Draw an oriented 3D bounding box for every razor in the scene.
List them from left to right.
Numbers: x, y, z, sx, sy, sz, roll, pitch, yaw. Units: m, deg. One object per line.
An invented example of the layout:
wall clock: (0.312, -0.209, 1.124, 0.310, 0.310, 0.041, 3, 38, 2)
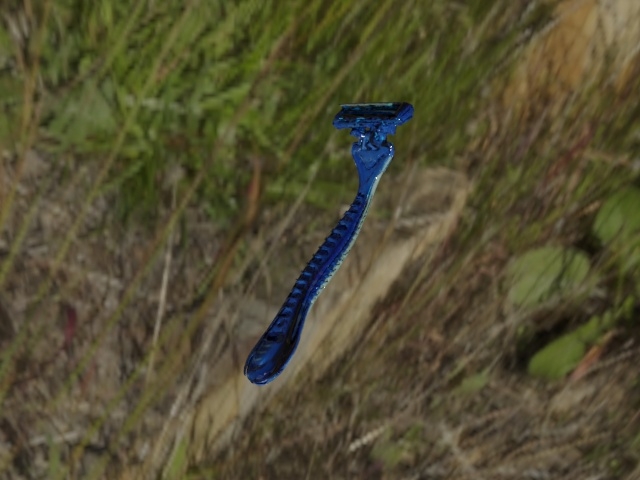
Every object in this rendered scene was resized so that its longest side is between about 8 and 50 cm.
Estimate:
razor: (0.007, 0.006, 1.602, 0.093, 0.056, 0.324, 1, 59, 43)
